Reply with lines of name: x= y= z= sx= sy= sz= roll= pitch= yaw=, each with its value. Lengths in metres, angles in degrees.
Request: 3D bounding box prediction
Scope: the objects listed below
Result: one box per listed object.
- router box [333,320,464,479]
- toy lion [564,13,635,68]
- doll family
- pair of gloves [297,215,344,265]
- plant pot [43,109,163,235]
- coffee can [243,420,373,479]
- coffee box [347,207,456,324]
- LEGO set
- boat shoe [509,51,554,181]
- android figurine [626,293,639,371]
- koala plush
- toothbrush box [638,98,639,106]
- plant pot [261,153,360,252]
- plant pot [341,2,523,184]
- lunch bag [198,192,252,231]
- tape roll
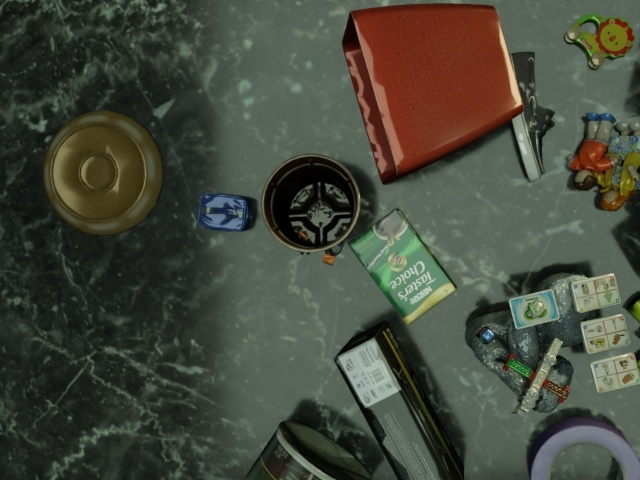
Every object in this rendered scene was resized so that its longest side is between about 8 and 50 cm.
router box: x=0.141 y=0.299 z=1.759 sx=0.081 sy=0.243 sz=0.309 roll=-28 pitch=88 yaw=8
toy lion: x=0.488 y=-0.353 z=1.791 sx=0.096 sy=0.034 sz=0.100 roll=-42 pitch=86 yaw=1
doll family: x=0.542 y=-0.119 z=1.723 sx=0.263 sy=0.118 sz=0.163 roll=4 pitch=75 yaw=49
pair of gloves: x=0.000 y=0.000 z=1.884 sx=0.083 sy=0.010 sz=0.074 roll=20 pitch=95 yaw=6
plant pot: x=-0.411 y=-0.126 z=1.928 sx=0.236 sy=0.032 sz=0.236 roll=0 pitch=93 yaw=9
coffee can: x=-0.062 y=0.486 z=1.817 sx=0.201 sy=0.201 sz=0.275 roll=33 pitch=96 yaw=6
coffee box: x=0.147 y=0.046 z=1.849 sx=0.113 sy=0.040 sz=0.184 roll=-36 pitch=87 yaw=8
LEGO set: x=0.369 y=0.167 z=1.642 sx=0.244 sy=0.060 sz=0.182 roll=-13 pitch=86 yaw=-12
boat shoe: x=0.367 y=-0.219 z=1.794 sx=0.076 sy=0.080 sz=0.228 roll=-13 pitch=83 yaw=10
android figurine: x=0.668 y=0.168 z=1.773 sx=0.273 sy=0.056 sz=0.248 roll=45 pitch=97 yaw=6
koala plush: x=0.379 y=0.143 z=1.750 sx=0.203 sy=0.196 sz=0.221 roll=40 pitch=101 yaw=15
toothbrush box: x=0.622 y=-0.351 z=1.681 sx=0.122 sy=0.206 sz=0.283 roll=12 pitch=95 yaw=7
plant pot: x=-0.009 y=-0.054 z=1.798 sx=0.167 sy=0.165 sz=0.167 roll=-1 pitch=84 yaw=6
plant pot: x=0.190 y=-0.259 z=1.735 sx=0.236 sy=0.267 sz=0.267 roll=-16 pitch=90 yaw=-2
lunch bag: x=-0.171 y=-0.050 z=1.879 sx=0.098 sy=0.065 sz=0.067 roll=6 pitch=93 yaw=8
tape roll: x=0.459 y=0.407 z=1.800 sx=0.189 sy=0.080 sz=0.189 roll=0 pitch=92 yaw=9
